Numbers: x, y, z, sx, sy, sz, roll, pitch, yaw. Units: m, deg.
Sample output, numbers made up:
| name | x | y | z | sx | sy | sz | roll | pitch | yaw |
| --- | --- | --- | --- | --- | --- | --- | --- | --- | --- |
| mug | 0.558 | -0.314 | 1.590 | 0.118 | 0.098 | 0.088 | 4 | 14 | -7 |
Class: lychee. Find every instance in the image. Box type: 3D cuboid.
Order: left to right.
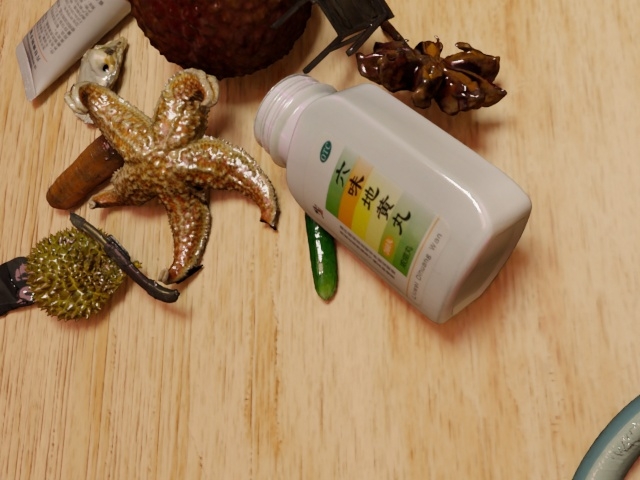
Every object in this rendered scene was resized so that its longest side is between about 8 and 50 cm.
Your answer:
| name | x | y | z | sx | sy | sz | roll | pitch | yaw |
| --- | --- | --- | --- | --- | --- | --- | --- | --- | --- |
| lychee | -0.134 | -0.347 | 0.790 | 0.261 | 0.260 | 0.260 | -6 | 75 | 22 |

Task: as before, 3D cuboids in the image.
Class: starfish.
| name | x | y | z | sx | sy | sz | roll | pitch | yaw |
| --- | --- | --- | --- | --- | --- | --- | --- | --- | --- |
| starfish | -0.221 | -0.089 | 0.832 | 0.312 | 0.113 | 0.303 | -10 | 100 | 21 |

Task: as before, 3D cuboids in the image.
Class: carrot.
| name | x | y | z | sx | sy | sz | roll | pitch | yaw |
| --- | --- | --- | --- | --- | --- | --- | --- | --- | --- |
| carrot | -0.366 | -0.112 | 0.940 | 0.186 | 0.060 | 0.060 | -34 | 66 | 16 |

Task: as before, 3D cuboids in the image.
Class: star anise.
| name | x | y | z | sx | sy | sz | roll | pitch | yaw |
| --- | --- | --- | --- | --- | --- | --- | --- | --- | --- |
| star anise | 0.136 | -0.211 | 0.715 | 0.177 | 0.073 | 0.234 | 18 | 39 | 6 |

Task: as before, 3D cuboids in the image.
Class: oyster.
| name | x | y | z | sx | sy | sz | roll | pitch | yaw |
| --- | --- | --- | --- | --- | --- | --- | --- | --- | --- |
| oyster | -0.377 | -0.264 | 0.989 | 0.122 | 0.045 | 0.146 | -11 | 80 | 17 |

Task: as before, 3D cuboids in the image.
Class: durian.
| name | x | y | z | sx | sy | sz | roll | pitch | yaw |
| --- | --- | --- | --- | --- | --- | --- | --- | --- | --- |
| durian | -0.357 | 0.046 | 0.875 | 0.208 | 0.102 | 0.146 | -2 | 71 | 19 |

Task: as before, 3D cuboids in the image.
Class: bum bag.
| name | x | y | z | sx | sy | sz | roll | pitch | yaw |
| --- | --- | --- | --- | --- | --- | --- | --- | --- | --- |
| bum bag | -0.543 | 0.084 | 0.973 | 0.198 | 0.049 | 0.087 | -16 | 76 | 19 |

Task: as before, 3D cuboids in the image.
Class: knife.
| name | x | y | z | sx | sy | sz | roll | pitch | yaw |
| --- | --- | --- | --- | --- | --- | --- | --- | --- | --- |
| knife | -0.274 | 0.026 | 0.826 | 0.222 | 0.021 | 0.045 | 34 | 133 | 20 |

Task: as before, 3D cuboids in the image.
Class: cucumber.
| name | x | y | z | sx | sy | sz | roll | pitch | yaw |
| --- | --- | --- | --- | --- | --- | --- | --- | --- | --- |
| cucumber | 0.000 | 0.000 | 0.764 | 0.037 | 0.037 | 0.155 | -14 | 72 | 20 |

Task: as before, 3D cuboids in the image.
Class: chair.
| name | x | y | z | sx | sy | sz | roll | pitch | yaw |
| --- | --- | --- | --- | --- | --- | --- | --- | --- | --- |
| chair | 0.044 | -0.308 | 0.739 | 0.101 | 0.084 | 0.212 | -4 | 41 | 52 |

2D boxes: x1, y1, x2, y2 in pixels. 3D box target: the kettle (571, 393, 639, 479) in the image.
| name | x | y | z | sx | sy | sz | roll | pitch | yaw |
| --- | --- | --- | --- | --- | --- | --- | --- | --- | --- |
| kettle | 0.353 | 0.254 | 0.463 | 0.342 | 0.247 | 0.319 | -63 | 31 | 6 |

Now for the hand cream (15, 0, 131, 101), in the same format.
| name | x | y | z | sx | sy | sz | roll | pitch | yaw |
| --- | --- | --- | --- | --- | --- | --- | --- | --- | --- |
| hand cream | -0.416 | -0.372 | 1.013 | 0.314 | 0.089 | 0.139 | -30 | 66 | 19 |

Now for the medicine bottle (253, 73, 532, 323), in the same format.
| name | x | y | z | sx | sy | sz | roll | pitch | yaw |
| --- | --- | --- | --- | --- | --- | --- | --- | --- | --- |
| medicine bottle | 0.064 | -0.067 | 0.680 | 0.124 | 0.179 | 0.324 | -27 | 58 | -34 |
